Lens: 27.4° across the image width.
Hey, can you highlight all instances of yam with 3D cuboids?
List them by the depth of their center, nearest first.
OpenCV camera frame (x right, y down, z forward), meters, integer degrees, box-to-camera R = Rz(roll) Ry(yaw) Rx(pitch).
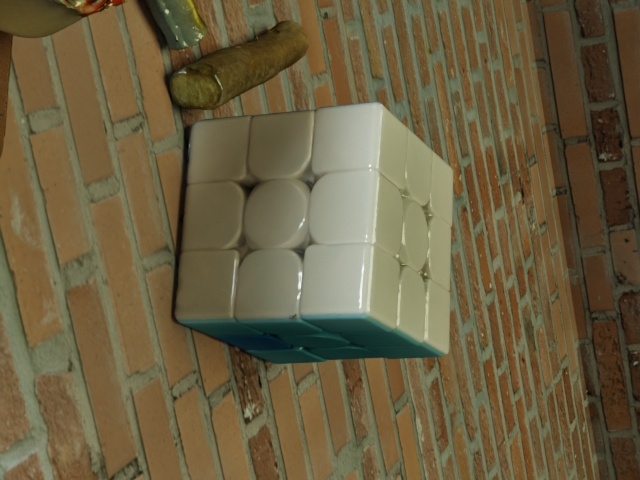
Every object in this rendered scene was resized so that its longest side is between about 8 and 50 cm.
[{"bbox_3d":[-0.104,-0.256,1.895,0.356,0.081,0.081,-43,123,-60],"label":"yam"}]

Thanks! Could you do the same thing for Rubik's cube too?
[{"bbox_3d":[0.000,0.000,1.811,0.290,0.291,0.291,32,57,-60],"label":"Rubik's cube"}]

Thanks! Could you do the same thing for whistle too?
[{"bbox_3d":[-0.231,-0.385,1.668,0.068,0.057,0.326,-106,173,-50],"label":"whistle"}]

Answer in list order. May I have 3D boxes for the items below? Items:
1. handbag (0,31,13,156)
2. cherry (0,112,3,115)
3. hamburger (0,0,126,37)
[{"bbox_3d":[-0.376,-0.176,1.303,0.151,0.072,0.194,32,58,-59],"label":"handbag"},{"bbox_3d":[-0.396,-0.159,1.087,0.307,0.221,0.261,33,53,-43],"label":"cherry"},{"bbox_3d":[-0.298,-0.341,1.283,0.302,0.170,0.302,41,24,-23],"label":"hamburger"}]
